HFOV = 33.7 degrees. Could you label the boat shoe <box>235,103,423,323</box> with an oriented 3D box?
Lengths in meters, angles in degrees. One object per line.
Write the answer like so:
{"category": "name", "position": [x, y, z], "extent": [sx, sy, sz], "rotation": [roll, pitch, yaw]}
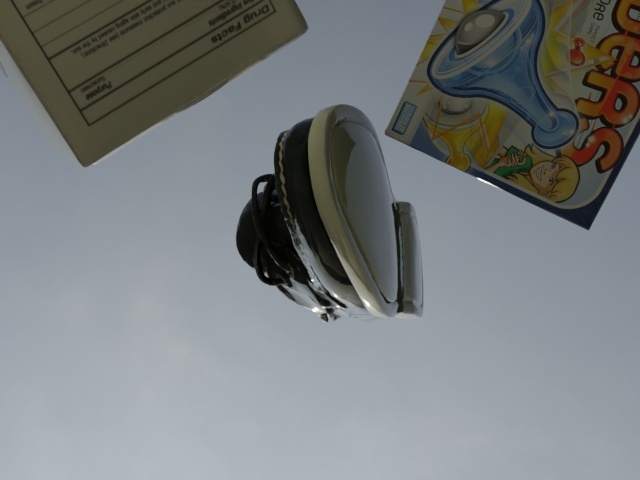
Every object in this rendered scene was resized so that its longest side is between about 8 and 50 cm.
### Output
{"category": "boat shoe", "position": [0.000, -0.004, 0.744], "extent": [0.113, 0.340, 0.127], "rotation": [-4, -98, 12]}

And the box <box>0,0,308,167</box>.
{"category": "box", "position": [-0.137, -0.179, 0.572], "extent": [0.149, 0.127, 0.232], "rotation": [-34, -67, -14]}

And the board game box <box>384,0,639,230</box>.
{"category": "board game box", "position": [0.141, -0.125, 0.618], "extent": [0.136, 0.035, 0.201], "rotation": [26, -77, 7]}
